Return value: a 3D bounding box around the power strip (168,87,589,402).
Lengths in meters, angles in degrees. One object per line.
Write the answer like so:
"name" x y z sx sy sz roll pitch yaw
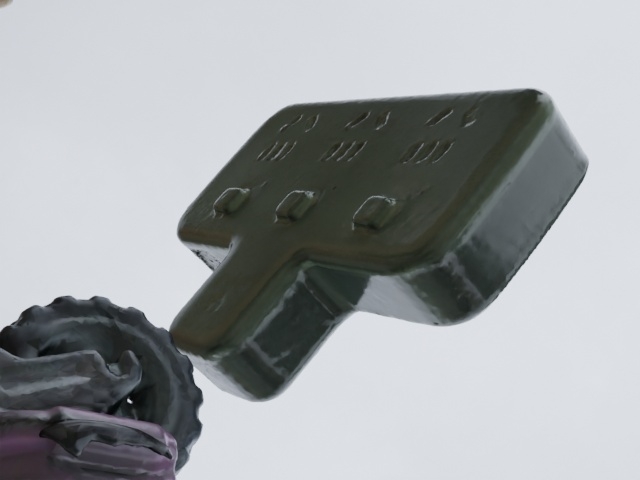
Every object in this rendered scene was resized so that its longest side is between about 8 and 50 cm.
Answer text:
"power strip" 0.000 0.000 0.577 0.193 0.059 0.265 -51 -152 -19

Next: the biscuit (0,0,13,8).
"biscuit" -0.192 -0.230 0.545 0.144 0.040 0.236 58 -26 22

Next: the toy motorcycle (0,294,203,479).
"toy motorcycle" -0.176 0.113 0.378 0.143 0.327 0.188 -49 -124 41
